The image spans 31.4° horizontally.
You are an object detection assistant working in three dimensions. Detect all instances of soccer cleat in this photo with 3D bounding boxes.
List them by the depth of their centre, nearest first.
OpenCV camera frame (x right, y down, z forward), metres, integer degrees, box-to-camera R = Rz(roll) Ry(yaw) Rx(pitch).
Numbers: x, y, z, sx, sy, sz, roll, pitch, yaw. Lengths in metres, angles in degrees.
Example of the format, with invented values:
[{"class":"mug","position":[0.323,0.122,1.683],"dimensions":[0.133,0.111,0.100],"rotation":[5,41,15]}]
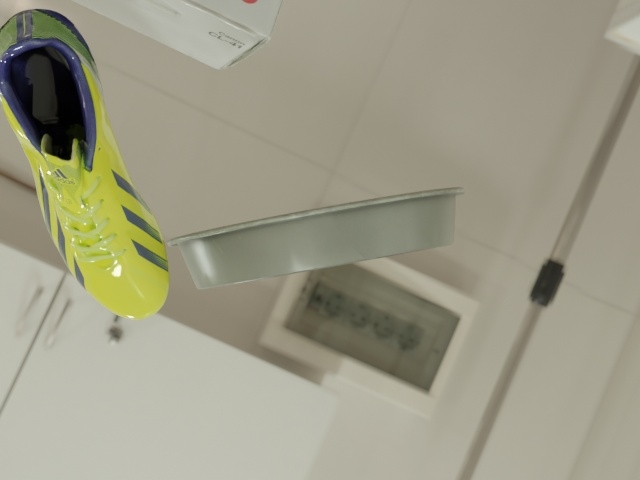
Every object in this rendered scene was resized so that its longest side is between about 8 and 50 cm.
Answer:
[{"class":"soccer cleat","position":[-0.202,-0.050,0.953],"dimensions":[0.121,0.093,0.289],"rotation":[-112,5,-68]}]

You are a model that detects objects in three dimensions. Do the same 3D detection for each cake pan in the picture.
[{"class":"cake pan","position":[0.000,0.000,1.104],"dimensions":[0.293,0.054,0.293],"rotation":[-10,179,0]}]

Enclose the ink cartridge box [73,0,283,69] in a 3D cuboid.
[{"class":"ink cartridge box","position":[-0.119,-0.346,1.041],"dimensions":[0.226,0.306,0.131],"rotation":[23,167,-19]}]
